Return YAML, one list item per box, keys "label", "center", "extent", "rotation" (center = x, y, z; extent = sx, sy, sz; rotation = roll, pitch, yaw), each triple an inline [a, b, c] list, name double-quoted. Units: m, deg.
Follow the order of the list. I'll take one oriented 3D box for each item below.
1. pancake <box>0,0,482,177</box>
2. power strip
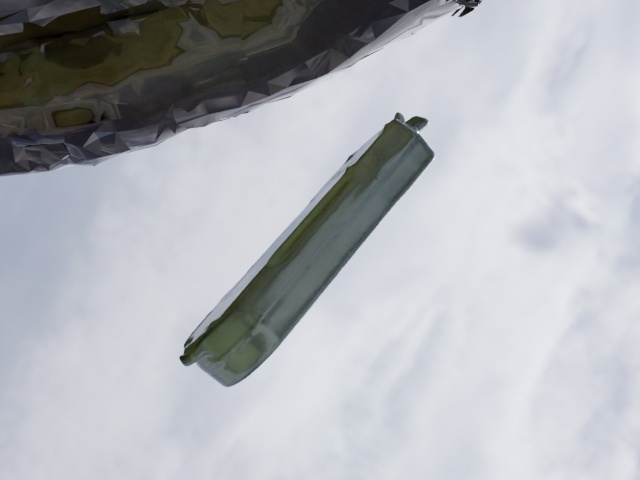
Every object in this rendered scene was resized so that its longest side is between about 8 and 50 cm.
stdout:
- label: "pancake"
  center: [-0.075, -0.103, 0.344]
  extent: [0.382, 0.382, 0.071]
  rotation: [-32, -118, 32]
- label: "power strip"
  center: [0.000, 0.000, 0.839]
  extent: [0.191, 0.030, 0.047]
  rotation: [-49, -174, -37]
